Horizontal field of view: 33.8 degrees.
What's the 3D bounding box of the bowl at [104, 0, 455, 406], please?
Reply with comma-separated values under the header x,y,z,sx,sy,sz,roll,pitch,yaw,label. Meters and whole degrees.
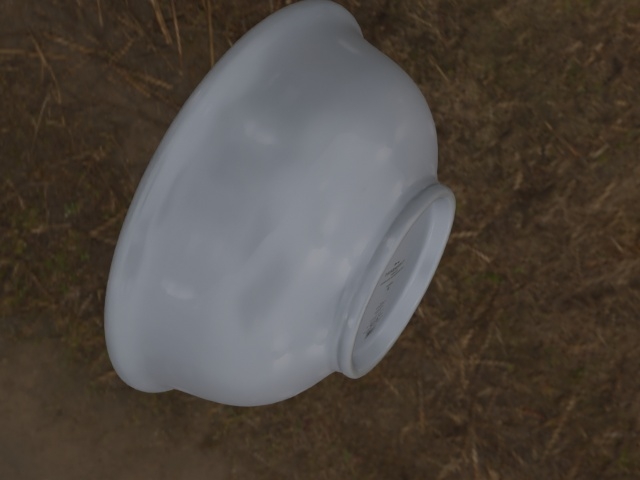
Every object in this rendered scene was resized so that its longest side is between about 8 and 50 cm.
x,y,z,sx,sy,sz,roll,pitch,yaw,label
0.000,0.000,0.713,0.298,0.134,0.297,-51,158,-30,bowl
